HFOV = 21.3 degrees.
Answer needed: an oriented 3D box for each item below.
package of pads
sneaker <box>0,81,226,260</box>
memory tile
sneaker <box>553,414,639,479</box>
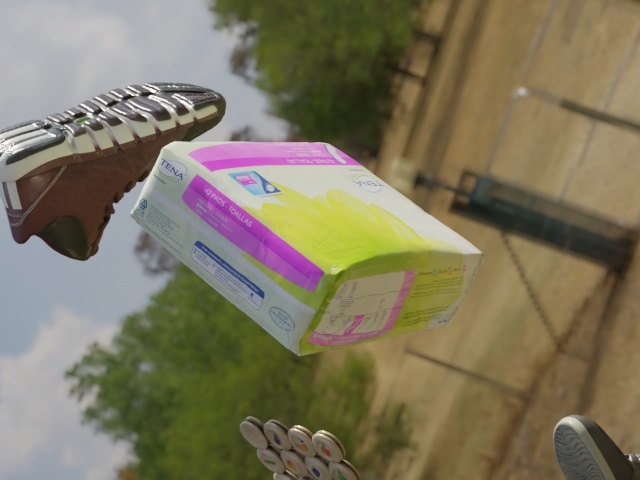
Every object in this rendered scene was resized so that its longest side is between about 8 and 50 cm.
[{"bbox_3d":[0.000,0.000,1.610,0.296,0.229,0.101,-7,-51,-58],"label":"package of pads"},{"bbox_3d":[-0.229,-0.070,1.867,0.106,0.281,0.162,34,134,50],"label":"sneaker"},{"bbox_3d":[-0.014,0.229,1.726,0.012,0.148,0.113,-44,-60,-31],"label":"memory tile"},{"bbox_3d":[0.361,0.265,1.966,0.118,0.222,0.083,-43,19,-24],"label":"sneaker"}]
